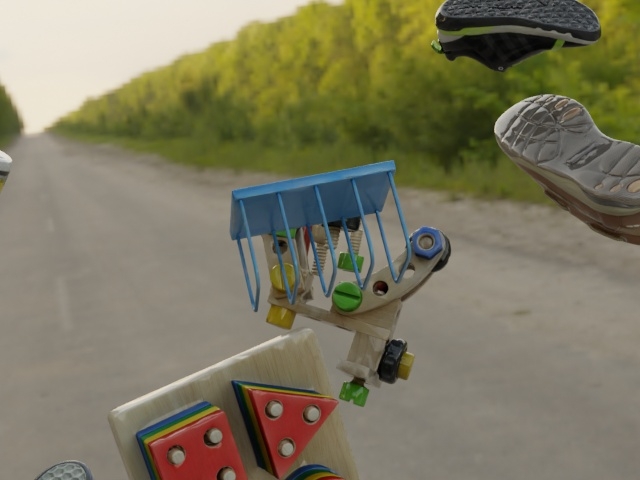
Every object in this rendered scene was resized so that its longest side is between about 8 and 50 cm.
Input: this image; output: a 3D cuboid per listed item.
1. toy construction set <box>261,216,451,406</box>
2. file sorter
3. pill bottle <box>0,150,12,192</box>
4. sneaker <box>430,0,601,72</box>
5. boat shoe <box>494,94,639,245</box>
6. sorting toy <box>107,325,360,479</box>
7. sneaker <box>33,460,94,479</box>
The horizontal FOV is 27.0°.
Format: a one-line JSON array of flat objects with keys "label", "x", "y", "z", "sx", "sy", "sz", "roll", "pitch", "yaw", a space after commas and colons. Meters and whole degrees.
[{"label": "toy construction set", "x": 0.011, "y": 0.082, "z": 1.709, "sx": 0.257, "sy": 0.237, "sz": 0.309, "roll": 13, "pitch": -6, "yaw": -14}, {"label": "file sorter", "x": 0.000, "y": 0.000, "z": 1.389, "sx": 0.170, "sy": 0.105, "sz": 0.118, "roll": -11, "pitch": -19, "yaw": -9}, {"label": "pill bottle", "x": -0.519, "y": -0.039, "z": 1.841, "sx": 0.119, "sy": 0.209, "sz": 0.119, "roll": 25, "pitch": 6, "yaw": -3}, {"label": "sneaker", "x": 0.269, "y": -0.280, "z": 1.832, "sx": 0.234, "sy": 0.097, "sz": 0.084, "roll": 8, "pitch": 42, "yaw": 18}, {"label": "boat shoe", "x": 0.332, "y": -0.087, "z": 1.724, "sx": 0.123, "sy": 0.116, "sz": 0.324, "roll": -31, "pitch": 35, "yaw": -4}, {"label": "sorting toy", "x": -0.071, "y": 0.266, "z": 1.491, "sx": 0.255, "sy": 0.257, "sz": 0.089, "roll": -23, "pitch": 15, "yaw": -22}, {"label": "sneaker", "x": -0.257, "y": 0.351, "z": 1.338, "sx": 0.086, "sy": 0.226, "sz": 0.163, "roll": 0, "pitch": -33, "yaw": 14}]
